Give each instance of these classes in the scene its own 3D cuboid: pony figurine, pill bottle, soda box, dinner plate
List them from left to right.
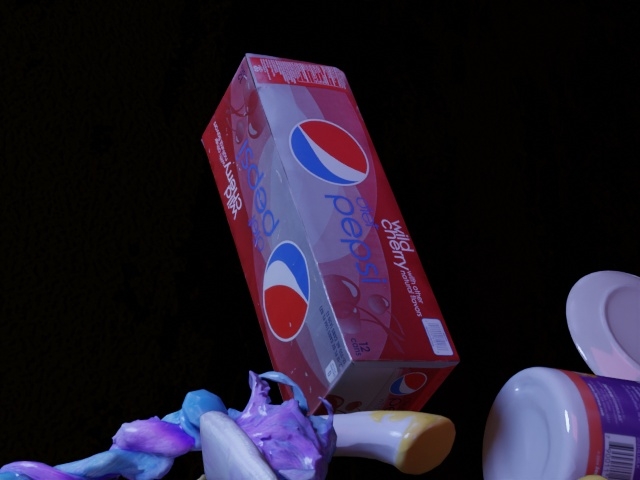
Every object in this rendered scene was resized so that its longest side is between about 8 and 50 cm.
[{"bbox_3d":[-0.007,0.194,0.724,0.363,0.302,0.351,0,19,-27],"label":"pony figurine"},{"bbox_3d":[0.000,0.000,1.002,0.083,0.092,0.263,3,50,-29],"label":"soda box"},{"bbox_3d":[0.215,0.148,0.984,0.193,0.108,0.108,10,47,-24],"label":"pill bottle"},{"bbox_3d":[0.255,0.076,1.145,0.141,0.017,0.141,18,43,-18],"label":"dinner plate"}]
